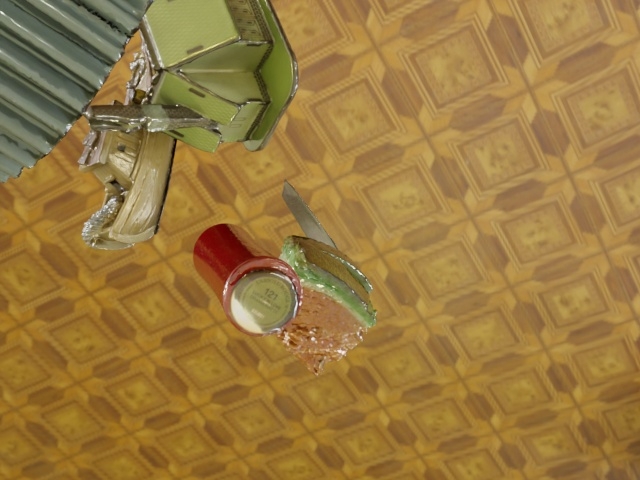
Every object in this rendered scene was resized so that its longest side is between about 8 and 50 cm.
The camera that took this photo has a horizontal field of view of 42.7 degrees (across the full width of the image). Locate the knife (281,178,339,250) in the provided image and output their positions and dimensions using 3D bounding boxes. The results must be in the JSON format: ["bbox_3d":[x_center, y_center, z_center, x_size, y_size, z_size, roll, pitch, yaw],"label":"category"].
[{"bbox_3d":[0.000,0.000,1.267,0.060,0.028,0.230,-2,125,51],"label":"knife"}]

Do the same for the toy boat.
[{"bbox_3d":[-0.284,-0.141,1.204,0.121,0.321,0.089,22,157,-37],"label":"toy boat"}]

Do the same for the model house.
[{"bbox_3d":[-0.205,-0.245,1.135,0.278,0.218,0.205,-7,153,-31],"label":"model house"}]

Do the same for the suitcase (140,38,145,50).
[{"bbox_3d":[-0.284,-0.375,1.763,0.202,0.128,0.312,2,93,-4],"label":"suitcase"}]

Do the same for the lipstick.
[{"bbox_3d":[-0.083,0.035,0.868,0.080,0.241,0.080,-3,101,-15],"label":"lipstick"}]

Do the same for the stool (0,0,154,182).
[{"bbox_3d":[-0.319,-0.244,0.591,0.297,0.297,0.330,-39,130,26],"label":"stool"}]

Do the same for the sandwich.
[{"bbox_3d":[-0.015,0.088,1.198,0.160,0.109,0.185,-46,124,11],"label":"sandwich"}]
